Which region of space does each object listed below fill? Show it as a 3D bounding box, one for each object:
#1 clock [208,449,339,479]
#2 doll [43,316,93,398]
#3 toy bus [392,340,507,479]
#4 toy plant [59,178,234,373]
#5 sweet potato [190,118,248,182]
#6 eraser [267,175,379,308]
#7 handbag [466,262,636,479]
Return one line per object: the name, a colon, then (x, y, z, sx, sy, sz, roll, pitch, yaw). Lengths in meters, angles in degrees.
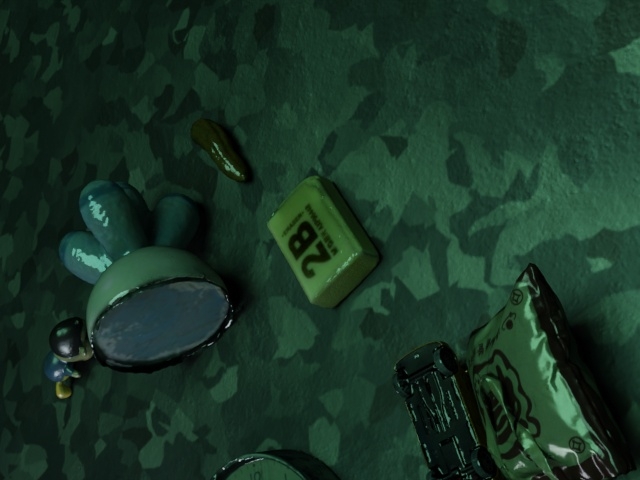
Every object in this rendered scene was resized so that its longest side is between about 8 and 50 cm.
clock: (-0.071, 0.452, 1.293, 0.312, 0.061, 0.313, -11, 73, 39)
doll: (-0.460, 0.207, 1.691, 0.102, 0.088, 0.179, 57, 140, 35)
toy bus: (0.163, 0.224, 1.126, 0.083, 0.088, 0.195, -34, 61, 31)
toy plant: (-0.300, 0.024, 1.502, 0.247, 0.247, 0.332, -47, 51, 23)
sweet potato: (-0.172, -0.159, 1.543, 0.054, 0.053, 0.182, -51, 51, 12)
eraser: (0.000, 0.000, 1.346, 0.117, 0.058, 0.172, -47, 53, 22)
handbag: (0.244, 0.171, 1.034, 0.213, 0.127, 0.235, 120, 134, -59)
